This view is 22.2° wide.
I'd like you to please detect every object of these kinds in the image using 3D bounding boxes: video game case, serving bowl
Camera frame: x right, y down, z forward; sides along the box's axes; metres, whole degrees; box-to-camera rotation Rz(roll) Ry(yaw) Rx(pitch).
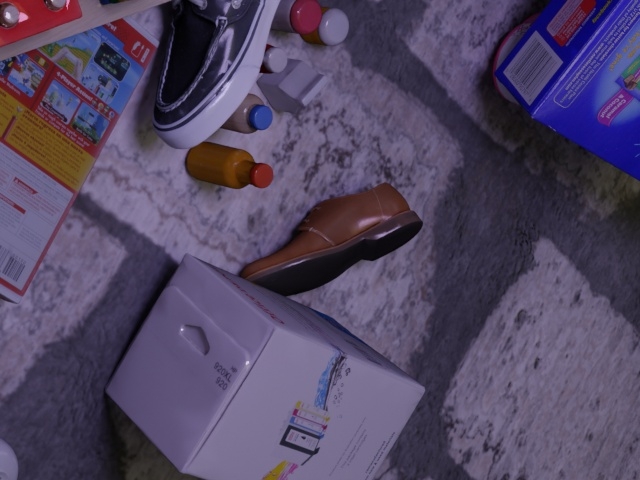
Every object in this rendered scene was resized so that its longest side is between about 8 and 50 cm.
[{"bbox_3d":[-0.278,-0.114,1.446,0.204,0.025,0.285,39,71,-40],"label":"video game case"},{"bbox_3d":[-0.311,0.224,1.509,0.083,0.027,0.083,-30,133,-39],"label":"serving bowl"}]

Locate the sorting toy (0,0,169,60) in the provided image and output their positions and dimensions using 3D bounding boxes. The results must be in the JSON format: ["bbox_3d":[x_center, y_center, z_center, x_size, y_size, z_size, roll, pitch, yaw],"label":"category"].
[{"bbox_3d":[-0.242,-0.295,1.371,0.257,0.089,0.255,-26,108,-34],"label":"sorting toy"}]

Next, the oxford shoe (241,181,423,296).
[{"bbox_3d":[0.000,0.000,1.723,0.212,0.076,0.076,-24,159,-23],"label":"oxford shoe"}]

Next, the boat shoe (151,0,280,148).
[{"bbox_3d":[-0.097,-0.235,1.537,0.102,0.108,0.301,37,74,-42],"label":"boat shoe"}]

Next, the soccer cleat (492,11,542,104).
[{"bbox_3d":[0.351,-0.217,1.919,0.331,0.143,0.116,-12,109,-39],"label":"soccer cleat"}]

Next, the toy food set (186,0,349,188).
[{"bbox_3d":[-0.041,-0.160,1.607,0.232,0.104,0.111,-48,128,-22],"label":"toy food set"}]

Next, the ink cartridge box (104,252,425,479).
[{"bbox_3d":[-0.056,0.149,1.616,0.233,0.171,0.168,27,96,-43],"label":"ink cartridge box"}]

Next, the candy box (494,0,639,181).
[{"bbox_3d":[0.402,-0.197,1.809,0.317,0.122,0.268,27,111,-30],"label":"candy box"}]
